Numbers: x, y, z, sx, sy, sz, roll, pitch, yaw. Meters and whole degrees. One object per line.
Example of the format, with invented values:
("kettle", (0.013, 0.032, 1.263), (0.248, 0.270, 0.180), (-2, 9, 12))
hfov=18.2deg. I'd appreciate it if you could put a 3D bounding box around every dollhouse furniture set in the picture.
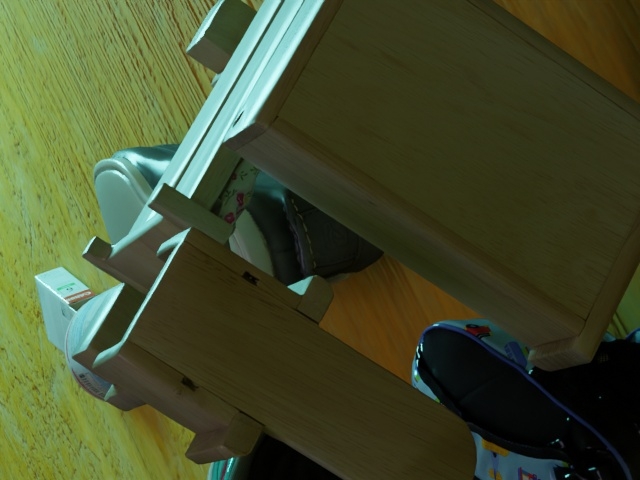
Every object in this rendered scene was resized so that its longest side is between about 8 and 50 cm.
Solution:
("dollhouse furniture set", (0.000, 0.000, 0.966), (0.174, 0.303, 0.355), (33, 161, -11))

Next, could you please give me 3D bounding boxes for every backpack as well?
("backpack", (0.119, 0.106, 0.916), (0.173, 0.117, 0.158), (37, 141, 50))

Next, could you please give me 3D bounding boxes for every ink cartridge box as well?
("ink cartridge box", (-0.202, 0.071, 1.682), (0.115, 0.029, 0.063), (30, 134, 54))

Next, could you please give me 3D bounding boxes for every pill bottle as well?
("pill bottle", (-0.124, 0.069, 1.443), (0.160, 0.087, 0.087), (-22, 89, 66))

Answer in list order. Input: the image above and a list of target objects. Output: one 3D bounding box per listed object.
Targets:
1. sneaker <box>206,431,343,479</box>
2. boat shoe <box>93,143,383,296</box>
("sneaker", (0.018, 0.224, 1.235), (0.295, 0.123, 0.178), (62, 165, 19))
("boat shoe", (-0.056, -0.007, 1.257), (0.335, 0.095, 0.112), (15, 121, 68))
